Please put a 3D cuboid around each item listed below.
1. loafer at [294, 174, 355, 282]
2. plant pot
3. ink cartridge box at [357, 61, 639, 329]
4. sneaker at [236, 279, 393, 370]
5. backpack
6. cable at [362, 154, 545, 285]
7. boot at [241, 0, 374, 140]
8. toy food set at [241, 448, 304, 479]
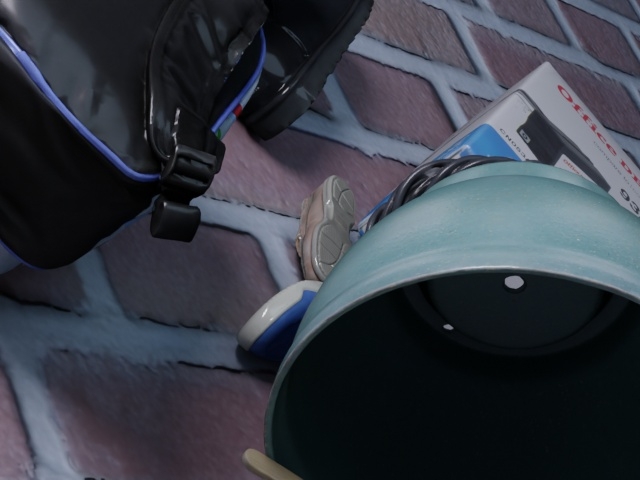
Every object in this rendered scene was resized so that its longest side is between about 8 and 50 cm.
[{"bbox_3d":[0.000,0.000,1.269,0.045,0.039,0.125,48,29,-25],"label":"loafer"},{"bbox_3d":[0.123,0.072,1.069,0.293,0.293,0.196,40,34,-21],"label":"plant pot"},{"bbox_3d":[0.190,-0.006,1.456,0.223,0.129,0.307,50,27,-1],"label":"ink cartridge box"},{"bbox_3d":[0.007,0.075,1.160,0.084,0.058,0.152,50,20,16],"label":"sneaker"},{"bbox_3d":[-0.159,-0.123,0.992,0.276,0.213,0.263,54,35,-7],"label":"backpack"},{"bbox_3d":[0.110,0.011,1.278,0.151,0.184,0.047,35,-1,9],"label":"cable"},{"bbox_3d":[-0.067,-0.217,1.363,0.207,0.094,0.246,48,33,-15],"label":"boot"},{"bbox_3d":[-0.028,0.221,0.965,0.132,0.038,0.192,36,37,-13],"label":"toy food set"}]
